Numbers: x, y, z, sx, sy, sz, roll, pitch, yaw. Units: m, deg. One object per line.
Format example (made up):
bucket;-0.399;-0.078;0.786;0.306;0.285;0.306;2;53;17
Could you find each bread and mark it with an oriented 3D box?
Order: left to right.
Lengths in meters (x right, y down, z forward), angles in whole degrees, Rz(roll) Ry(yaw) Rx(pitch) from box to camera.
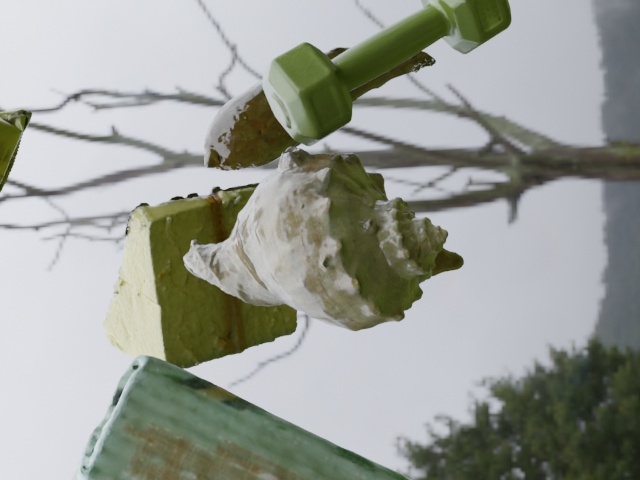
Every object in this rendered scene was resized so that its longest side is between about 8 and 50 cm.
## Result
bread;-0.184;0.036;1.742;0.263;0.198;0.236;-13;-75;-42

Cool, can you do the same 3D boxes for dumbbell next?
dumbbell;0.078;-0.224;1.384;0.108;0.302;0.121;41;158;56

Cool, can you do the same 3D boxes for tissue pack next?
tissue pack;-0.037;0.230;0.861;0.228;0.310;0.128;-56;10;52

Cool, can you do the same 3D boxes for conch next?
conch;0.003;-0.010;1.344;0.263;0.324;0.186;1;-80;-61

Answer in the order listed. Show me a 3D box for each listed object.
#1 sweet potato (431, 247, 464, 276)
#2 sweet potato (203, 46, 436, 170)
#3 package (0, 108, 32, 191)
sweet potato;0.075;0.012;1.682;0.066;0.314;0.072;-169;91;-68
sweet potato;-0.016;-0.233;1.952;0.130;0.422;0.130;57;167;22
package;-0.510;-0.128;1.661;0.226;0.090;0.168;17;-78;-57
